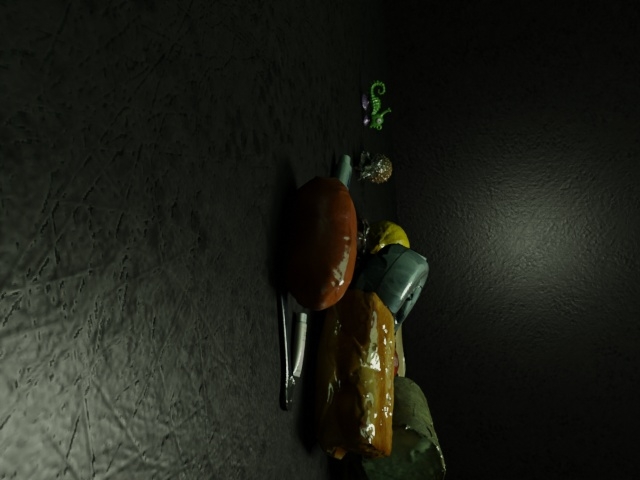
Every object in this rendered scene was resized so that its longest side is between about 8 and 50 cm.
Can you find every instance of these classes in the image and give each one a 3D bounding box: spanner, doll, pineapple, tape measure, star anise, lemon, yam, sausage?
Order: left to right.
[{"bbox_3d":[-0.059,0.183,0.759,0.046,0.012,0.208,0,86,-75],"label":"spanner"},{"bbox_3d":[0.003,0.000,0.813,0.133,0.133,0.258,65,25,-55],"label":"sausage"},{"bbox_3d":[0.109,0.034,1.281,0.220,0.099,0.214,-43,137,-72],"label":"star anise"},{"bbox_3d":[0.184,-0.263,1.637,0.251,0.125,0.125,-9,96,-70],"label":"pineapple"},{"bbox_3d":[0.218,-0.533,1.791,0.050,0.115,0.190,-77,160,-69],"label":"doll"},{"bbox_3d":[0.205,0.020,1.507,0.193,0.181,0.180,-3,89,-52],"label":"lemon"},{"bbox_3d":[0.197,0.137,1.257,0.275,0.147,0.256,-31,144,-51],"label":"tape measure"},{"bbox_3d":[0.184,0.463,1.102,0.300,0.195,0.195,-58,143,-82],"label":"yam"}]

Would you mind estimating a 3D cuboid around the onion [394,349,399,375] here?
[{"bbox_3d":[0.107,0.278,1.136,0.194,0.160,0.159,60,19,-6],"label":"onion"}]

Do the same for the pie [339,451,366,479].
[{"bbox_3d":[0.095,0.567,1.137,0.163,0.079,0.193,-75,150,-63],"label":"pie"}]

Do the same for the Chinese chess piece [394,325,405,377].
[{"bbox_3d":[0.188,0.379,1.425,0.338,0.141,0.337,-2,90,-76],"label":"Chinese chess piece"}]

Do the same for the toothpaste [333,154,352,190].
[{"bbox_3d":[0.046,-0.103,1.174,0.074,0.048,0.296,67,27,-53],"label":"toothpaste"}]

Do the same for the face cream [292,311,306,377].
[{"bbox_3d":[-0.039,0.188,0.819,0.038,0.020,0.115,57,35,-64],"label":"face cream"}]

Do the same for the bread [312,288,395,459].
[{"bbox_3d":[0.066,0.275,0.959,0.195,0.149,0.343,51,37,-48],"label":"bread"}]
